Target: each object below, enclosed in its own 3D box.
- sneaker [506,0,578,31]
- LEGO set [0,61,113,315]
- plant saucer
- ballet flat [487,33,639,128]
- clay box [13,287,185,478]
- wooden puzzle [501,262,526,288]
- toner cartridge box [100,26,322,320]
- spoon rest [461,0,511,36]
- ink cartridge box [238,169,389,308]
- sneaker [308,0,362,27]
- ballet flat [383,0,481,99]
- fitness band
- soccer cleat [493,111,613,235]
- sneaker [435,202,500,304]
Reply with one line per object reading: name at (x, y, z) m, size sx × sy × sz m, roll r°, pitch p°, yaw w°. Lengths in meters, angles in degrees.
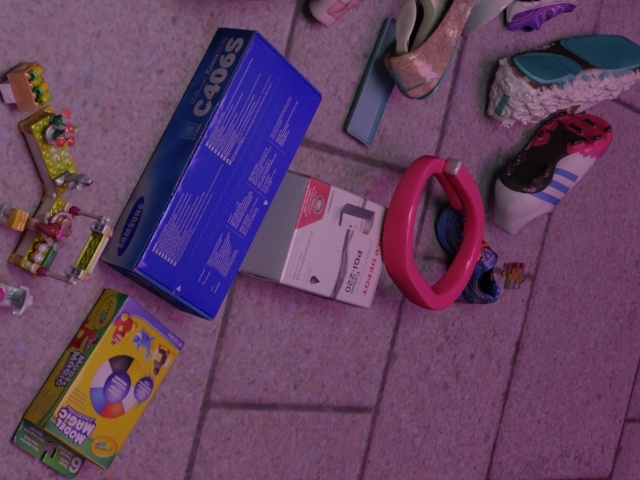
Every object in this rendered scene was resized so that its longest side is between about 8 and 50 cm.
sneaker at (0.377, -0.398, 2.052) m, size 0.170 × 0.068 × 0.071 m, roll -16°, pitch 128°, yaw -36°
LEGO set at (-0.301, -0.053, 1.343) m, size 0.132 × 0.107 × 0.287 m, roll 6°, pitch 96°, yaw -49°
plant saucer at (0.087, -0.241, 1.792) m, size 0.067 × 0.018 × 0.192 m, roll 29°, pitch 80°, yaw -49°
ballet flat at (0.431, -0.283, 2.108) m, size 0.409 × 0.147 × 0.147 m, roll -16°, pitch 112°, yaw -42°
clay box at (-0.276, 0.187, 1.484) m, size 0.127 × 0.053 × 0.222 m, roll 47°, pitch 65°, yaw -44°
wooden puzzle at (0.361, 0.066, 2.197) m, size 0.083 × 0.006 × 0.049 m, roll 2°, pitch 99°, yaw -49°
toner cartridge box at (-0.136, -0.087, 1.544) m, size 0.165 × 0.075 × 0.348 m, roll 39°, pitch 71°, yaw -45°
spoon rest at (0.306, -0.425, 1.912) m, size 0.084 × 0.137 × 0.276 m, roll 42°, pitch 61°, yaw -16°
ink cartridge box at (0.000, 0.000, 1.710) m, size 0.218 × 0.092 × 0.158 m, roll 19°, pitch 87°, yaw -51°
sneaker at (0.022, -0.341, 1.673) m, size 0.051 × 0.070 × 0.134 m, roll 50°, pitch 26°, yaw -3°
ballet flat at (0.181, -0.362, 1.789) m, size 0.106 × 0.107 × 0.316 m, roll 39°, pitch 61°, yaw -30°
fitness band at (0.180, -0.008, 1.837) m, size 0.209 × 0.054 × 0.291 m, roll -66°, pitch 149°, yaw -16°
soccer cleat at (0.411, -0.124, 2.139) m, size 0.331 × 0.116 × 0.143 m, roll -34°, pitch 146°, yaw -39°
sneaker at (0.261, 0.016, 2.009) m, size 0.083 × 0.087 × 0.221 m, roll -42°, pitch 129°, yaw -34°
